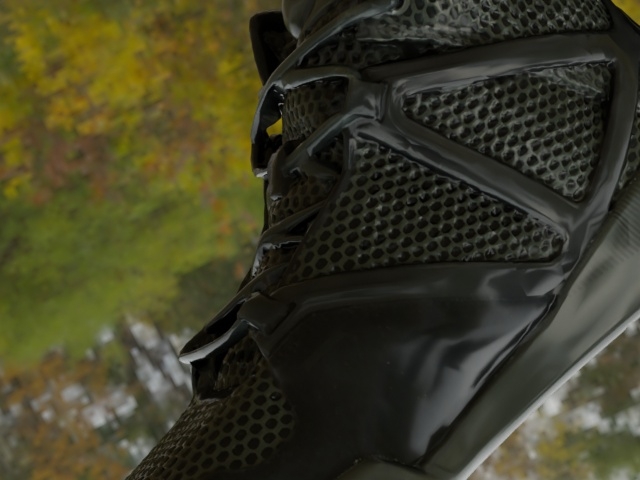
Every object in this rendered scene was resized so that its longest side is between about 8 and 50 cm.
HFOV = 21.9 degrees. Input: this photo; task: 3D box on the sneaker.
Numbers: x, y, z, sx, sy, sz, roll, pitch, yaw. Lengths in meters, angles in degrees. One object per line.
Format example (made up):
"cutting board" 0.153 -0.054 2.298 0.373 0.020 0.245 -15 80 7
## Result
"sneaker" 0.000 0.000 0.402 0.227 0.130 0.087 -40 -174 -25
